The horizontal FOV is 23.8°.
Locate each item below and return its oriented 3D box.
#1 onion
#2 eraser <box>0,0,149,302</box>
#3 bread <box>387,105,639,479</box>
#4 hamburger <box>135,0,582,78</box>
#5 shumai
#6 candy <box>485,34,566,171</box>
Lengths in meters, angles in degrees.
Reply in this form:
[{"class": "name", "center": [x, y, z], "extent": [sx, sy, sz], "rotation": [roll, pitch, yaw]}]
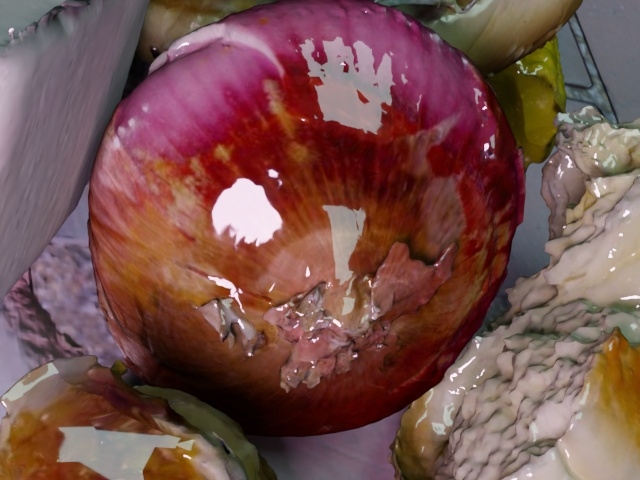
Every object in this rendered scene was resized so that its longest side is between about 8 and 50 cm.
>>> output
[{"class": "onion", "center": [0.000, 0.000, 0.724], "extent": [0.230, 0.230, 0.163], "rotation": [21, 12, -19]}, {"class": "eraser", "center": [-0.198, -0.090, 0.682], "extent": [0.331, 0.150, 0.331], "rotation": [15, 22, -7]}, {"class": "bread", "center": [0.171, 0.078, 0.834], "extent": [0.192, 0.171, 0.314], "rotation": [40, 47, -18]}, {"class": "hamburger", "center": [-0.014, -0.214, 0.882], "extent": [0.277, 0.195, 0.318], "rotation": [-29, 49, -35]}, {"class": "shumai", "center": [-0.074, 0.134, 0.639], "extent": [0.161, 0.153, 0.209], "rotation": [41, 46, 11]}, {"class": "candy", "center": [0.114, -0.135, 1.027], "extent": [0.094, 0.106, 0.199], "rotation": [10, 41, -4]}]
